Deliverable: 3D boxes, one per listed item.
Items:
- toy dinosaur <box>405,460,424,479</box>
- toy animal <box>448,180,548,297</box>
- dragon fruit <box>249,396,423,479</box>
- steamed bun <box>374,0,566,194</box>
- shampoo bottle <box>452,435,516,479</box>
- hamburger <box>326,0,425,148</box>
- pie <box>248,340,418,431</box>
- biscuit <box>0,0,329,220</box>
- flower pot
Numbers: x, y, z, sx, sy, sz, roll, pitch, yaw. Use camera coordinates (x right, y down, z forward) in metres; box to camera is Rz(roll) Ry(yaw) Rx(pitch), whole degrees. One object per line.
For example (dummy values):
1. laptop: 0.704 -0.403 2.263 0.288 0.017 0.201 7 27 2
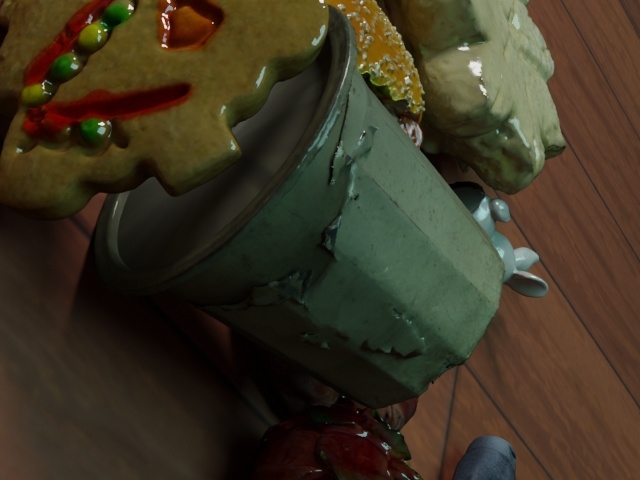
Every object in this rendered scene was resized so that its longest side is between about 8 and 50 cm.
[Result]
1. toy dinosaur: 0.054 0.190 0.960 0.180 0.058 0.037 50 46 -69
2. toy animal: 0.154 0.005 1.200 0.124 0.085 0.071 60 14 -30
3. dragon fruit: 0.013 0.175 0.821 0.130 0.121 0.142 53 16 -64
4. steamed bun: 0.126 -0.178 1.194 0.292 0.137 0.295 -80 148 -46
5. shampoo bottle: 0.122 0.257 1.025 0.234 0.049 0.087 -66 142 -49
6. hamburger: 0.007 -0.142 0.990 0.210 0.116 0.173 28 49 -51
7. pie: 0.012 0.051 0.954 0.219 0.054 0.204 66 30 -9
8. biscuit: -0.115 -0.121 0.730 0.239 0.212 0.041 58 1 32
9. flower pot: 0.000 0.000 0.778 0.202 0.212 0.212 43 40 -26
